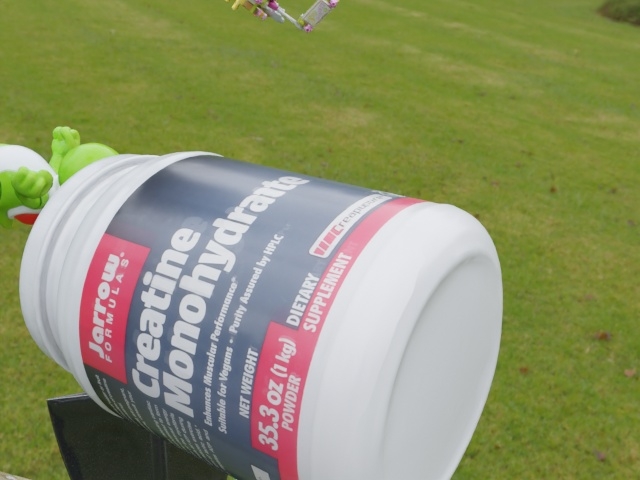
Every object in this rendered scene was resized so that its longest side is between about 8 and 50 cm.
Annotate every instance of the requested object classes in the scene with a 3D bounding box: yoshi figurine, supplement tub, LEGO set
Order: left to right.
[{"bbox_3d":[-0.461,-0.118,1.152,0.361,0.203,0.204,20,75,2],"label":"yoshi figurine"},{"bbox_3d":[-0.040,0.048,0.446,0.272,0.191,0.191,15,27,32],"label":"supplement tub"},{"bbox_3d":[-0.055,-0.369,1.033,0.107,0.132,0.287,30,-20,-26],"label":"LEGO set"}]

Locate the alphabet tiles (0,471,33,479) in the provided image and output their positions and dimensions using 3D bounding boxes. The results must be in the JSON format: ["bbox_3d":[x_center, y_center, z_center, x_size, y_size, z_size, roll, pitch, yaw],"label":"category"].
[{"bbox_3d":[-0.381,0.435,1.061,0.342,0.285,0.011,20,71,25],"label":"alphabet tiles"}]

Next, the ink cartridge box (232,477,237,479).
[{"bbox_3d":[-0.025,0.370,1.222,0.201,0.278,0.117,8,44,-19],"label":"ink cartridge box"}]

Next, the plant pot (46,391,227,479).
[{"bbox_3d":[-0.222,0.274,0.921,0.187,0.167,0.188,-11,-7,26],"label":"plant pot"}]
